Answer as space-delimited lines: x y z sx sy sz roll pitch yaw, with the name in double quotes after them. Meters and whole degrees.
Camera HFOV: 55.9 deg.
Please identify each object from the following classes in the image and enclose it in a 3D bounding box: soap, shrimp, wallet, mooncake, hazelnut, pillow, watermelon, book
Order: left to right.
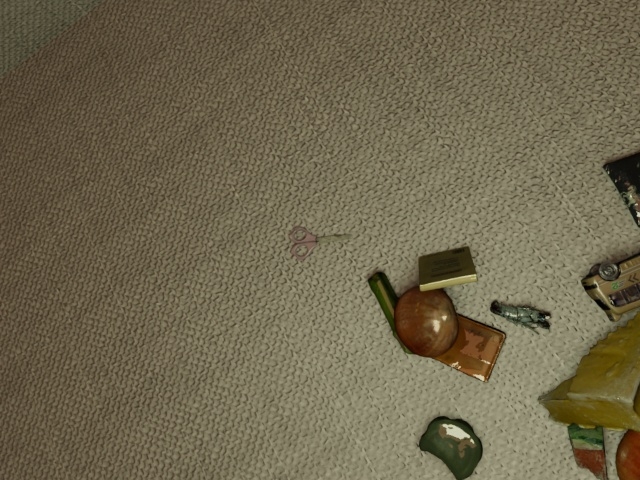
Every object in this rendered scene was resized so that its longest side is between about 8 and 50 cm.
0.304 0.227 1.707 0.176 0.214 0.214 -16 73 -23 "hazelnut"
0.363 0.080 1.736 0.161 0.231 0.026 -13 105 13 "book"
0.368 0.583 1.700 0.169 0.104 0.175 -20 77 9 "mooncake"
0.427 0.308 1.768 0.196 0.042 0.160 19 79 23 "wallet"
0.571 0.221 1.725 0.174 0.076 0.082 13 106 18 "shrimp"
0.725 0.555 1.634 0.098 0.121 0.158 -10 122 29 "watermelon"
0.776 0.332 1.610 0.169 0.304 0.338 48 61 -14 "soap"
0.907 -0.147 1.700 0.141 0.055 0.208 -21 75 5 "pillow"

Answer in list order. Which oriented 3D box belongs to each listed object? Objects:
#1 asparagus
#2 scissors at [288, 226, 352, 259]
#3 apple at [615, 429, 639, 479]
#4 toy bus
0.226 0.226 1.832 0.067 0.060 0.277 -21 74 -8 "asparagus"
0.000 0.000 1.959 0.212 0.021 0.110 -8 80 16 "scissors"
0.888 0.555 1.485 0.302 0.301 0.301 -3 79 16 "apple"
0.870 0.098 1.626 0.290 0.139 0.157 -25 79 7 "toy bus"
